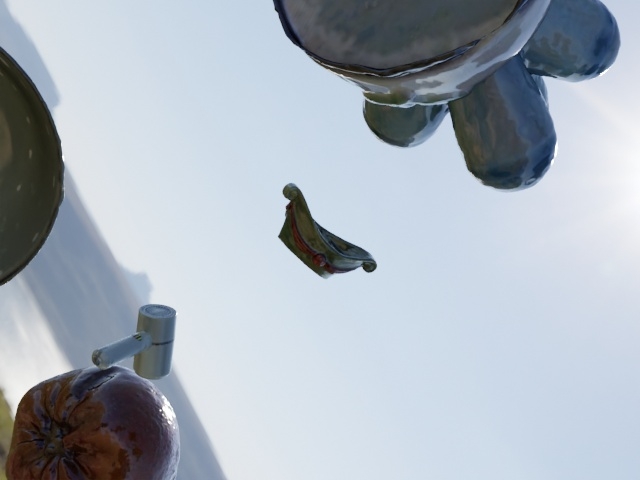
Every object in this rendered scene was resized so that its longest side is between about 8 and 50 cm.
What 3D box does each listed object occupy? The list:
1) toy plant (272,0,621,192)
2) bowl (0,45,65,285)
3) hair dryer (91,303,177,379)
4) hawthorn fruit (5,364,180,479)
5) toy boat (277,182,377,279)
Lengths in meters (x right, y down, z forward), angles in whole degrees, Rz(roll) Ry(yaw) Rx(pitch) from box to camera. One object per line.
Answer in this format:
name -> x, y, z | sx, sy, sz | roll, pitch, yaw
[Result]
toy plant -> 0.126, -0.174, 0.937 | 0.247, 0.247, 0.332 | 56, 8, 30
bowl -> -0.438, -0.112, 1.214 | 0.157, 0.337, 0.337 | -86, 154, -67
hair dryer -> -0.219, 0.129, 1.249 | 0.047, 0.137, 0.082 | 16, -73, 24
hawthorn fruit -> -0.344, 0.343, 1.726 | 0.277, 0.277, 0.298 | 54, 7, 38
toy boat -> -0.001, 0.000, 1.490 | 0.185, 0.071, 0.089 | 42, 8, -27
